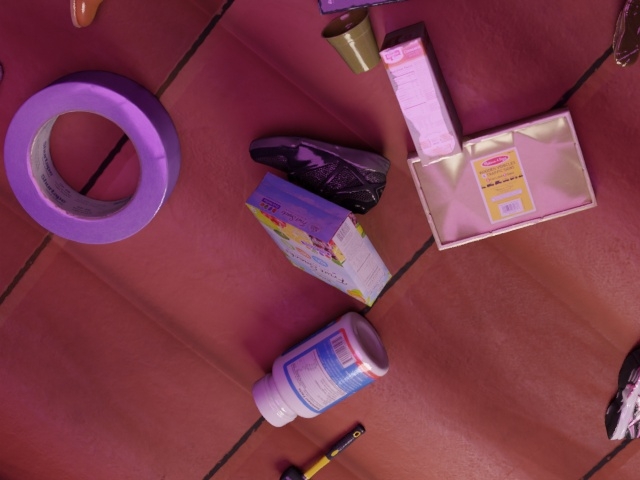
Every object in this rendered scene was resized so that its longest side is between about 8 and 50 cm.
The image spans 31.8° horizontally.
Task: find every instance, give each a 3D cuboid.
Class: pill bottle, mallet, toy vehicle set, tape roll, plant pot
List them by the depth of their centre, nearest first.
[{"bbox_3d":[0.055,-0.303,1.737,0.083,0.083,0.079,-23,120,16],"label":"plant pot"},{"bbox_3d":[0.290,-0.097,1.801,0.267,0.035,0.166,-16,108,14],"label":"toy vehicle set"},{"bbox_3d":[-0.373,-0.136,1.850,0.275,0.090,0.275,3,112,7],"label":"tape roll"},{"bbox_3d":[-0.004,0.226,1.922,0.221,0.124,0.124,-33,103,19],"label":"pill bottle"},{"bbox_3d":[0.002,0.391,2.037,0.062,0.039,0.190,38,107,-5],"label":"mallet"}]

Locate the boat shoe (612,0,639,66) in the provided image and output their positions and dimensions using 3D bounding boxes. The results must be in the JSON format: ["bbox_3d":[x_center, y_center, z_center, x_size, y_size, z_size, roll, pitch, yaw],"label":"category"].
[{"bbox_3d":[0.465,-0.330,1.680,0.050,0.045,0.135,12,115,-8],"label":"boat shoe"}]

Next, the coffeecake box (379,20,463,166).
[{"bbox_3d":[0.156,-0.226,1.712,0.068,0.142,0.185,-18,107,14],"label":"coffeecake box"}]

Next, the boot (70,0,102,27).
[{"bbox_3d":[-0.300,-0.403,1.747,0.152,0.073,0.197,18,115,-4],"label":"boot"}]

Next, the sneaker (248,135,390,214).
[{"bbox_3d":[-0.011,-0.093,1.799,0.227,0.087,0.130,14,81,-1],"label":"sneaker"}]

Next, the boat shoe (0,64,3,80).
[{"bbox_3d":[-0.582,-0.216,1.861,0.066,0.063,0.184,36,111,-7],"label":"boat shoe"}]

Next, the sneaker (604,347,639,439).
[{"bbox_3d":[0.543,0.260,1.899,0.077,0.072,0.178,9,121,-9],"label":"sneaker"}]

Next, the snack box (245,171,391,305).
[{"bbox_3d":[0.000,0.000,1.763,0.174,0.207,0.070,27,74,34],"label":"snack box"}]

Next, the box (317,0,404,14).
[{"bbox_3d":[0.089,-0.431,1.660,0.207,0.108,0.153,-6,111,11],"label":"box"}]
